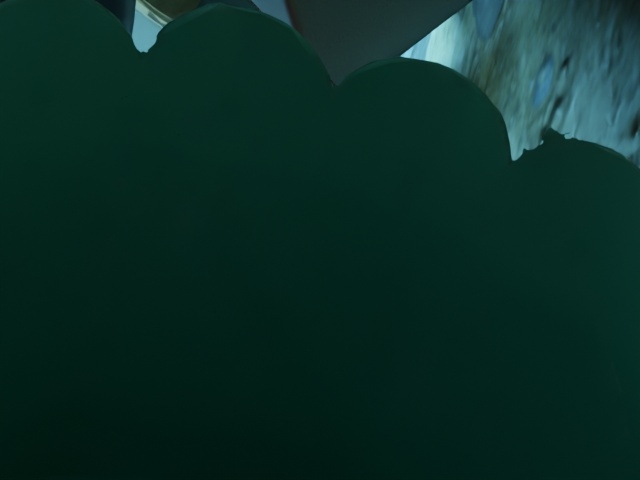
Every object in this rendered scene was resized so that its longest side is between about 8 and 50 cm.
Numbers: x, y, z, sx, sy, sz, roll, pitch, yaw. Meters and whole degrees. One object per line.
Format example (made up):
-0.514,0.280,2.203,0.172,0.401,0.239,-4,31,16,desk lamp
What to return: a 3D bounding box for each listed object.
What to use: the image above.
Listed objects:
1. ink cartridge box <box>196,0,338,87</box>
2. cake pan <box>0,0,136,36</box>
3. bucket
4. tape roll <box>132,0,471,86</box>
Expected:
0.000,0.000,0.556,0.066,0.189,0.232,-49,3,-36,ink cartridge box
-0.140,-0.028,0.408,0.293,0.054,0.293,19,-90,-81,cake pan
-0.027,0.081,0.327,0.281,0.281,0.183,-91,15,-55,bucket
-0.026,-0.185,0.559,0.169,0.246,0.246,-39,-6,-19,tape roll
